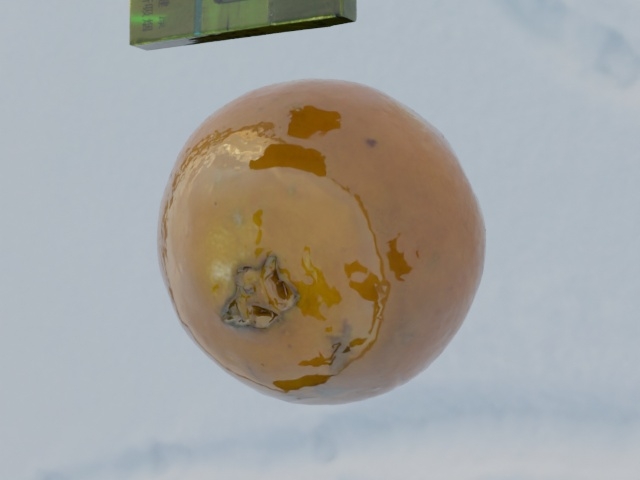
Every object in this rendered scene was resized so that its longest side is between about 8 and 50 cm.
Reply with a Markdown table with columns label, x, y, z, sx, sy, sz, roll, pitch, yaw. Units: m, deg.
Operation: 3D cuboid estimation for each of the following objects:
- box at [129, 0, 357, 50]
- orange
| label | x | y | z | sx | sy | sz | roll | pitch | yaw |
| --- | --- | --- | --- | --- | --- | --- | --- | --- | --- |
| box | -0.063 | -0.218 | 1.047 | 0.193 | 0.030 | 0.121 | -3 | 85 | 29 |
| orange | 0.000 | 0.000 | 1.253 | 0.312 | 0.312 | 0.312 | 34 | 136 | 41 |
